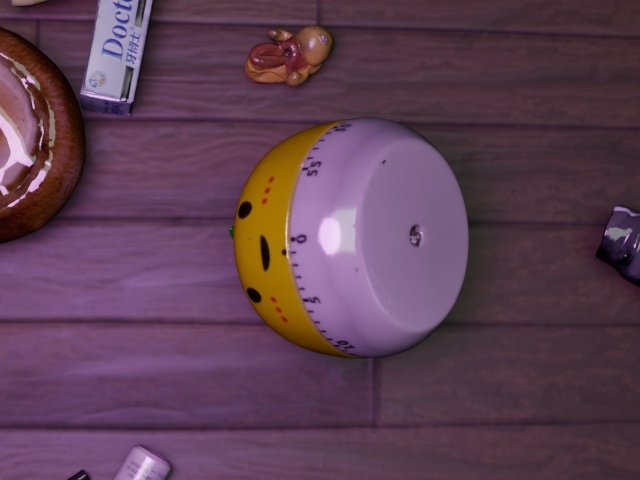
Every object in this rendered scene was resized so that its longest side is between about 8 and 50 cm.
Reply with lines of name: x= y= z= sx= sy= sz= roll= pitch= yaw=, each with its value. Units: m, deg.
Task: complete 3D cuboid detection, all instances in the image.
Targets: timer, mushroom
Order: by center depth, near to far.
mushroom: x=-0.385 y=-0.118 z=1.239 sx=0.253 sy=0.153 sz=0.253 roll=0 pitch=90 yaw=-12
timer: x=0.000 y=0.000 z=1.248 sx=0.285 sy=0.285 sz=0.285 roll=1 pitch=83 yaw=-6

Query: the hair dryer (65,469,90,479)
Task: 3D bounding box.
hair dryer: x=-0.280 y=0.311 z=1.266 sx=0.079 sy=0.031 sz=0.083 roll=-36 pitch=102 yaw=-18

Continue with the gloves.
gloves: x=0.458 y=0.052 z=1.347 sx=0.285 sy=0.119 sz=0.142 roll=20 pitch=112 yaw=-7

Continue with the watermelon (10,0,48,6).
watermelon: x=-0.306 y=-0.378 z=1.298 sx=0.193 sy=0.145 sz=0.137 roll=-37 pitch=115 yaw=25

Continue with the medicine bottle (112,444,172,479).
medicine bottle: x=-0.209 y=0.279 z=1.259 sx=0.052 sy=0.052 sz=0.089 roll=31 pitch=80 yaw=-2

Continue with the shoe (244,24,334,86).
shoe: x=-0.037 y=-0.217 z=1.334 sx=0.109 sy=0.069 sz=0.072 roll=-1 pitch=83 yaw=-1

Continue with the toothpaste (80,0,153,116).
toothpaste: x=-0.222 y=-0.318 z=1.320 sx=0.067 sy=0.081 sz=0.337 roll=10 pitch=82 yaw=-9
